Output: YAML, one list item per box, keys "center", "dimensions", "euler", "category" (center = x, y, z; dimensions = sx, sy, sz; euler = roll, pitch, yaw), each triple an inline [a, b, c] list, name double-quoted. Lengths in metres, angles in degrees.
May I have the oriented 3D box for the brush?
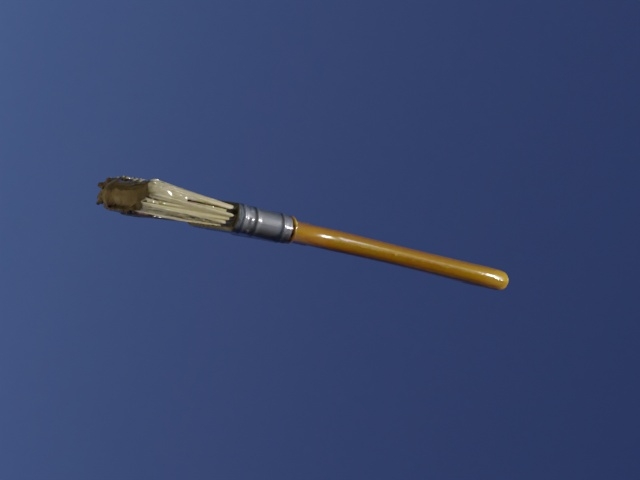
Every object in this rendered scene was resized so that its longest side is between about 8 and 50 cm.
- center: [0.000, 0.000, 0.676]
  dimensions: [0.043, 0.170, 0.014]
  euler: [11, -92, 60]
  category: "brush"
